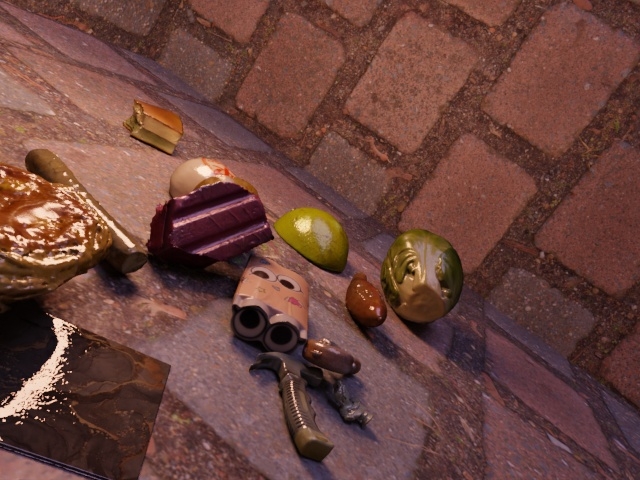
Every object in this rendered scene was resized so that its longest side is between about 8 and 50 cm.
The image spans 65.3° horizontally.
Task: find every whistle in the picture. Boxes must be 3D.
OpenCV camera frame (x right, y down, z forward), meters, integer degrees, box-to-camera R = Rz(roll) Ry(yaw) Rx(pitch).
[{"bbox_3d":[0.034,0.248,1.053,0.107,0.057,0.220,15,-14,31],"label":"whistle"}]

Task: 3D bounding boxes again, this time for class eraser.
[{"bbox_3d":[-0.109,0.136,1.126,0.171,0.087,0.290,27,16,-9],"label":"eraser"}]

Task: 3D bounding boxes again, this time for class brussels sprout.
[{"bbox_3d":[0.353,0.136,1.725,0.281,0.289,0.355,19,28,-2],"label":"brussels sprout"}]

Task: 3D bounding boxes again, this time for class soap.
[{"bbox_3d":[-0.256,-0.032,1.140,0.289,0.112,0.182,-28,98,-46],"label":"soap"}]

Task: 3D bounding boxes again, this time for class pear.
[{"bbox_3d":[0.005,-0.002,1.738,0.288,0.139,0.239,23,27,-32],"label":"pear"}]

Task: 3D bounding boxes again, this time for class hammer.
[{"bbox_3d":[-0.042,0.285,0.893,0.159,0.041,0.226,26,17,-27],"label":"hammer"}]

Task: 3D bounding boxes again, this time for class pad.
[{"bbox_3d":[-0.380,0.162,0.641,0.367,0.007,0.247,30,16,-17],"label":"pad"}]

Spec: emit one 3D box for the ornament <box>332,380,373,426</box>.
[{"bbox_3d":[0.059,0.326,0.984,0.092,0.041,0.068,38,18,-22],"label":"ornament"}]

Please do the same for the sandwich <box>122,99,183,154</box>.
[{"bbox_3d":[-0.601,-0.423,1.797,0.186,0.108,0.220,26,19,-30],"label":"sandwich"}]

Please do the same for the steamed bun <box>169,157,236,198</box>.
[{"bbox_3d":[-0.324,-0.161,1.489,0.232,0.145,0.232,31,16,-10],"label":"steamed bun"}]

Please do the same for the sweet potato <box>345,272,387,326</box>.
[{"bbox_3d":[0.124,0.166,1.512,0.109,0.109,0.385,31,9,-12],"label":"sweet potato"}]

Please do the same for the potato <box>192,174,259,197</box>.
[{"bbox_3d":[-0.238,-0.056,1.340,0.158,0.178,0.203,65,5,32],"label":"potato"}]

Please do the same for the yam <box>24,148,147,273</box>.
[{"bbox_3d":[-0.479,-0.064,1.000,0.371,0.083,0.083,40,16,25],"label":"yam"}]

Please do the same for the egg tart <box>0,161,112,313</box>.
[{"bbox_3d":[-0.472,-0.017,0.707,0.351,0.153,0.339,36,12,15],"label":"egg tart"}]
